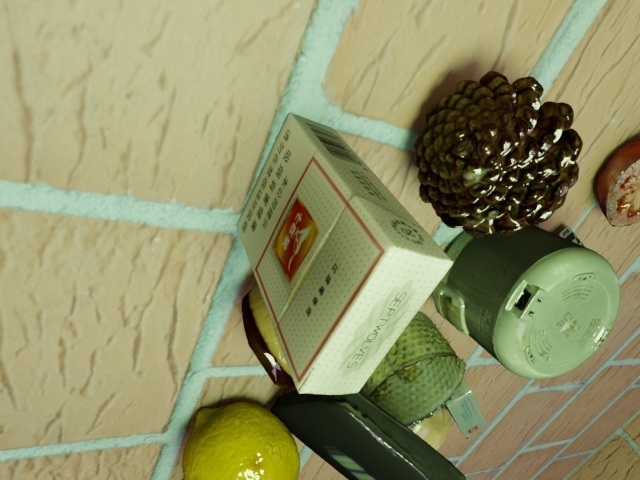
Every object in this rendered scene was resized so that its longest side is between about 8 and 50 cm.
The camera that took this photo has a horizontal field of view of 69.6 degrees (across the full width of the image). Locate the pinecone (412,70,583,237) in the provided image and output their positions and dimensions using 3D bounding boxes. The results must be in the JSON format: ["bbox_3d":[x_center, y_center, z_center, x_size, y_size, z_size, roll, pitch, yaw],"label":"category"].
[{"bbox_3d":[0.284,-0.124,0.735,0.246,0.246,0.292,-52,150,19],"label":"pinecone"}]

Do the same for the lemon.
[{"bbox_3d":[-0.171,0.462,0.968,0.254,0.228,0.228,38,107,-7],"label":"lemon"}]

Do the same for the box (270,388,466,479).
[{"bbox_3d":[0.081,0.429,0.965,0.350,0.091,0.359,41,145,-5],"label":"box"}]

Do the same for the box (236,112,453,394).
[{"bbox_3d":[0.001,0.000,0.602,0.095,0.330,0.210,12,120,-33],"label":"box"}]

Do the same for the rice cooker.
[{"bbox_3d":[0.399,0.107,0.930,0.289,0.277,0.288,-7,112,-18],"label":"rice cooker"}]

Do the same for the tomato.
[{"bbox_3d":[0.691,-0.138,1.006,0.225,0.085,0.224,-13,134,-14],"label":"tomato"}]

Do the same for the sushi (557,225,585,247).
[{"bbox_3d":[0.544,0.058,1.130,0.139,0.031,0.201,30,106,-39],"label":"sushi"}]

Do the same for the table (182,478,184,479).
[{"bbox_3d":[-0.238,0.641,1.103,0.173,0.193,0.169,22,115,-37],"label":"table"}]

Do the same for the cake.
[{"bbox_3d":[-0.012,0.130,0.786,0.178,0.207,0.185,-26,131,13],"label":"cake"}]

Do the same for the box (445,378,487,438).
[{"bbox_3d":[0.379,0.439,1.286,0.079,0.135,0.269,-33,134,1],"label":"box"}]

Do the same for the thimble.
[{"bbox_3d":[0.182,0.306,1.069,0.271,0.150,0.270,-13,131,-16],"label":"thimble"}]

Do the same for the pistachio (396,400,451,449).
[{"bbox_3d":[0.194,0.499,1.209,0.299,0.187,0.187,-27,134,7],"label":"pistachio"}]
